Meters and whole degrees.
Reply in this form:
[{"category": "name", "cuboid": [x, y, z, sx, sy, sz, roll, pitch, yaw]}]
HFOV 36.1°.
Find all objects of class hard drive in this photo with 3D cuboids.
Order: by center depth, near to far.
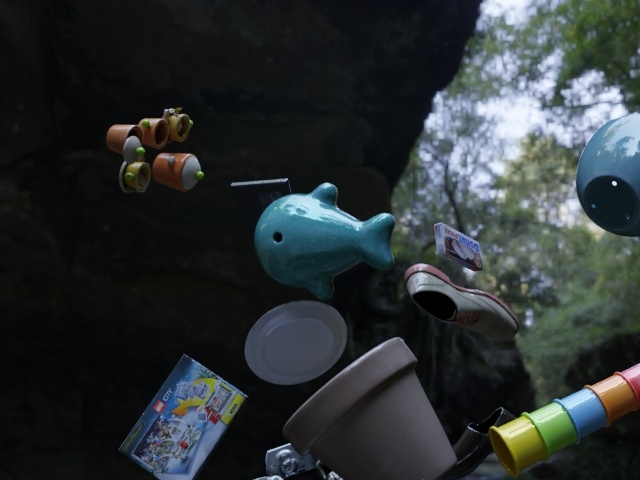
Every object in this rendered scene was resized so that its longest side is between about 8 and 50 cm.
[{"category": "hard drive", "cuboid": [-0.129, -0.088, 2.207, 0.135, 0.022, 0.094, -3, -64, 18]}]

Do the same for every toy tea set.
[{"category": "toy tea set", "cuboid": [-0.372, -0.200, 2.319, 0.124, 0.200, 0.336, 12, 16, 20]}]

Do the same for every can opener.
[{"category": "can opener", "cuboid": [-0.001, 0.513, 2.412, 0.283, 0.076, 0.095, -17, -11, -9]}]

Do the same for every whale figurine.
[{"category": "whale figurine", "cuboid": [0.000, 0.000, 1.787, 0.272, 0.216, 0.141, 2, -3, 30]}]

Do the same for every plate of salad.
[{"category": "plate of salad", "cuboid": [-0.047, 0.190, 1.860, 0.200, 0.048, 0.199, -9, -56, -13]}]

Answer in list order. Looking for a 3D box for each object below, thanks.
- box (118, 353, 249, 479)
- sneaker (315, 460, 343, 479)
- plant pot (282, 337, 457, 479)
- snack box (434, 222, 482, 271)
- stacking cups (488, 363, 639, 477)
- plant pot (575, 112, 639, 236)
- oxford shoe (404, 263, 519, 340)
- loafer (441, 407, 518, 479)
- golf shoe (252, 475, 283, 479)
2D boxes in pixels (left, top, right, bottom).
[{"category": "box", "cuboid": [-0.274, 0.370, 1.984, 0.159, 0.233, 0.044, 32, -9, 11]}, {"category": "sneaker", "cuboid": [0.041, 0.521, 2.044, 0.071, 0.066, 0.188, 30, 4, -26]}, {"category": "plant pot", "cuboid": [0.104, 0.331, 1.662, 0.263, 0.229, 0.263, -38, -13, -11]}, {"category": "snack box", "cuboid": [0.286, 0.016, 2.036, 0.022, 0.064, 0.178, -16, -22, 30]}, {"category": "stacking cups", "cuboid": [0.451, 0.303, 1.714, 0.316, 0.096, 0.096, -23, -23, -13]}, {"category": "plant pot", "cuboid": [0.705, -0.123, 2.254, 0.195, 0.290, 0.290, -34, 3, -43]}, {"category": "oxford shoe", "cuboid": [0.372, 0.193, 2.596, 0.348, 0.130, 0.123, 25, -61, -10]}, {"category": "loafer", "cuboid": [0.331, 0.436, 2.139, 0.220, 0.080, 0.078, -35, -72, -6]}, {"category": "golf shoe", "cuboid": [-0.061, 0.376, 1.405, 0.273, 0.120, 0.105, -16, -72, 27]}]
